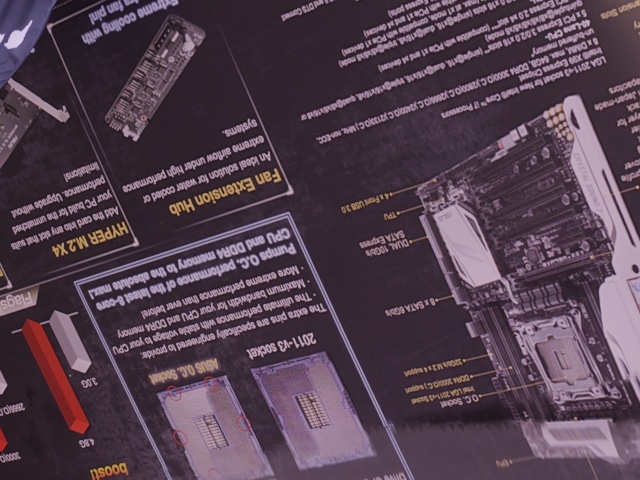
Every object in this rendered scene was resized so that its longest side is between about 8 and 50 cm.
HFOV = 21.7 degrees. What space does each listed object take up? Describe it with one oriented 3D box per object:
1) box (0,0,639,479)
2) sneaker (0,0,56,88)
[{"bbox_3d":[0.000,0.000,0.493,0.307,0.076,0.242,-18,101,38],"label":"box"},{"bbox_3d":[-0.147,-0.128,0.490,0.283,0.110,0.122,60,148,31],"label":"sneaker"}]
